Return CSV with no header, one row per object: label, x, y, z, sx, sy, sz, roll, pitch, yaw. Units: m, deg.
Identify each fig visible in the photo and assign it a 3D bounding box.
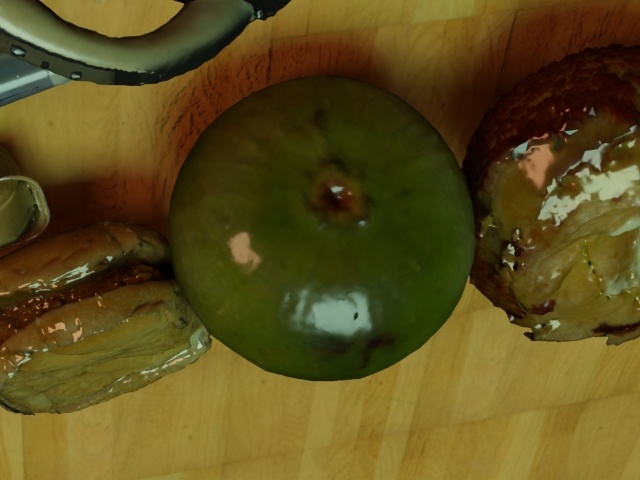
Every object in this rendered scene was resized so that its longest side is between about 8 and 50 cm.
fig,0.000,0.000,1.744,0.316,0.316,0.316,-12,143,-9

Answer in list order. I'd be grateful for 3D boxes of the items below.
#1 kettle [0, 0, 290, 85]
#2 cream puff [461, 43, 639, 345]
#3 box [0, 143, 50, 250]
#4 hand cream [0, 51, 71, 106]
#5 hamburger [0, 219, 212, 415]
kettle,-0.162,-0.275,1.311,0.324,0.321,0.228,16,172,-32
cream puff,0.285,-0.065,1.818,0.350,0.228,0.350,-12,141,-9
box,-0.348,-0.025,1.696,0.177,0.111,0.111,-17,144,-7
hand cream,-0.342,-0.126,1.618,0.255,0.048,0.079,-18,138,3
hamburger,-0.243,0.080,1.812,0.259,0.144,0.283,-22,160,-6
